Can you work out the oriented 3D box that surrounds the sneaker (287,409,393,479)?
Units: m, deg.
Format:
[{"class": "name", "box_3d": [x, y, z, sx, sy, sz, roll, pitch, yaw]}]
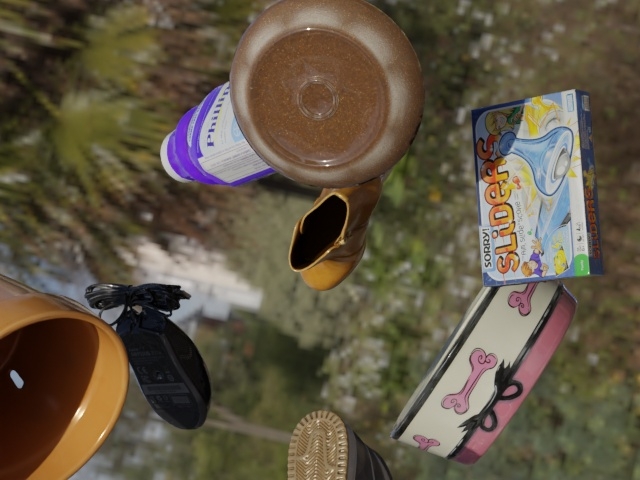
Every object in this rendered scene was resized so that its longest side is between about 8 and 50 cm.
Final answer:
[{"class": "sneaker", "box_3d": [0.016, 0.350, 1.780, 0.153, 0.099, 0.282, 43, -129, -57]}]

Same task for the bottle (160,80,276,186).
[{"class": "bottle", "box_3d": [-0.090, -0.121, 1.719, 0.283, 0.092, 0.118, -15, 52, 59]}]

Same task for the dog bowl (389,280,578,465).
[{"class": "dog bowl", "box_3d": [0.288, 0.204, 2.650, 0.408, 0.150, 0.408, -56, -4, -6]}]

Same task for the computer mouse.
[{"class": "computer mouse", "box_3d": [-0.235, 0.167, 2.389, 0.072, 0.188, 0.272, -48, -54, -45]}]

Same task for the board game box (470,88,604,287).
[{"class": "board game box", "box_3d": [0.236, -0.055, 1.701, 0.035, 0.136, 0.201, 4, -100, -51]}]

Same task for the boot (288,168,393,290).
[{"class": "boot", "box_3d": [0.001, 0.000, 2.253, 0.211, 0.104, 0.295, -46, -13, -53]}]

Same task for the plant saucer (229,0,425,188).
[{"class": "plant saucer", "box_3d": [0.001, -0.141, 1.509, 0.036, 0.198, 0.199, -52, -23, -65]}]

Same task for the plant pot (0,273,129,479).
[{"class": "plant pot", "box_3d": [-0.422, 0.171, 2.003, 0.290, 0.203, 0.291, -26, -47, -31]}]
